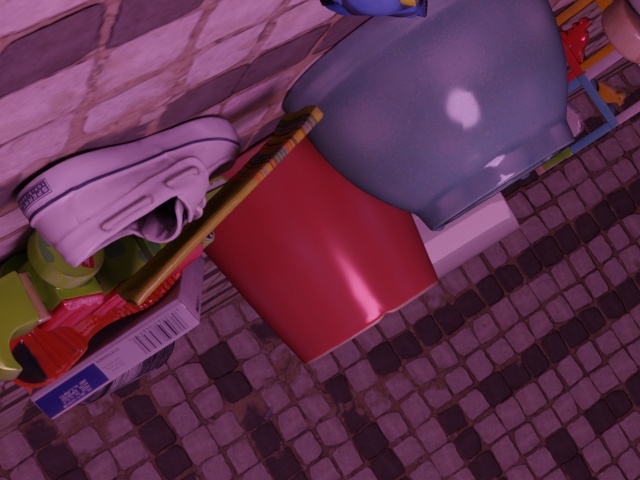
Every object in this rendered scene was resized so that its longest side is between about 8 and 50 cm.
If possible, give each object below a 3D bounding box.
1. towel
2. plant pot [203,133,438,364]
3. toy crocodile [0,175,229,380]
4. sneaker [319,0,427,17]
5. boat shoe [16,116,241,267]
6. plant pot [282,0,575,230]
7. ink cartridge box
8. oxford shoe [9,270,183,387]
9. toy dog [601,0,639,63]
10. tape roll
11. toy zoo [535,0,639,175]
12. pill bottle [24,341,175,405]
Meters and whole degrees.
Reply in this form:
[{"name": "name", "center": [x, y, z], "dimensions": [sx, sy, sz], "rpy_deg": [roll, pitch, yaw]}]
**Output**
[{"name": "towel", "center": [-0.092, -0.033, 1.005], "dimensions": [0.237, 0.021, 0.102], "rpy_deg": [-47, -171, -13]}, {"name": "plant pot", "center": [0.000, 0.000, 1.366], "dimensions": [0.275, 0.243, 0.275], "rpy_deg": [-33, 176, -2]}, {"name": "toy crocodile", "center": [-0.201, 0.022, 1.080], "dimensions": [0.341, 0.105, 0.115], "rpy_deg": [-29, 174, -46]}, {"name": "sneaker", "center": [0.035, -0.188, 0.772], "dimensions": [0.082, 0.069, 0.209], "rpy_deg": [0, -169, 9]}, {"name": "boat shoe", "center": [-0.144, -0.037, 0.951], "dimensions": [0.095, 0.084, 0.258], "rpy_deg": [-36, 175, 38]}, {"name": "plant pot", "center": [0.137, -0.133, 1.146], "dimensions": [0.293, 0.196, 0.293], "rpy_deg": [-33, 175, -3]}, {"name": "ink cartridge box", "center": [-0.240, 0.092, 1.363], "dimensions": [0.223, 0.045, 0.224], "rpy_deg": [-33, -157, 12]}, {"name": "oxford shoe", "center": [-0.256, 0.047, 1.270], "dimensions": [0.271, 0.097, 0.098], "rpy_deg": [-38, -151, -4]}, {"name": "toy dog", "center": [0.419, -0.351, 1.327], "dimensions": [0.220, 0.161, 0.333], "rpy_deg": [-38, -171, 27]}, {"name": "tape roll", "center": [0.156, -0.075, 1.629], "dimensions": [0.169, 0.246, 0.246], "rpy_deg": [-34, 176, 7]}, {"name": "toy zoo", "center": [0.400, -0.253, 1.711], "dimensions": [0.293, 0.192, 0.030], "rpy_deg": [-36, 175, 36]}, {"name": "pill bottle", "center": [-0.319, 0.155, 1.583], "dimensions": [0.130, 0.130, 0.246], "rpy_deg": [-34, 175, 24]}]
